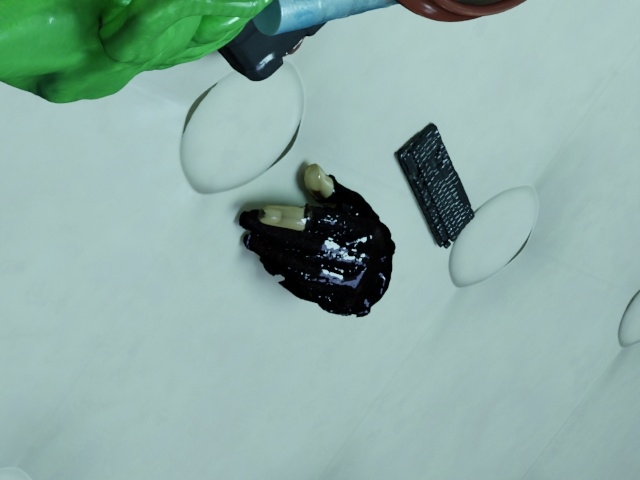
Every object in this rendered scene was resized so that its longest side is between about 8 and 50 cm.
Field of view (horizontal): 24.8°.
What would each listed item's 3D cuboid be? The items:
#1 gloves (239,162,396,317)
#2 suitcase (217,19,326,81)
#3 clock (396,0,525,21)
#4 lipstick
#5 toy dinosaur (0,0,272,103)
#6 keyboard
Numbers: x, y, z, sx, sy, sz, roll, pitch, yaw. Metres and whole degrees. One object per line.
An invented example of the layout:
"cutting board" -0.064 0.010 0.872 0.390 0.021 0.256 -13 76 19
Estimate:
"gloves" 0.001 0.003 1.487 0.129 0.106 0.180 -53 148 12
"suitcase" -0.005 -0.289 1.231 0.285 0.066 0.206 -44 144 -4
"clock" 0.139 -0.337 1.212 0.318 0.080 0.318 -26 130 -35
"lipstick" 0.016 -0.211 1.228 0.158 0.048 0.048 -19 137 -34
"toy dinosaur" -0.208 -0.126 0.932 0.500 0.144 0.374 -26 -179 -24
"keyboard" 0.133 -0.059 1.640 0.060 0.018 0.195 -44 145 -9
